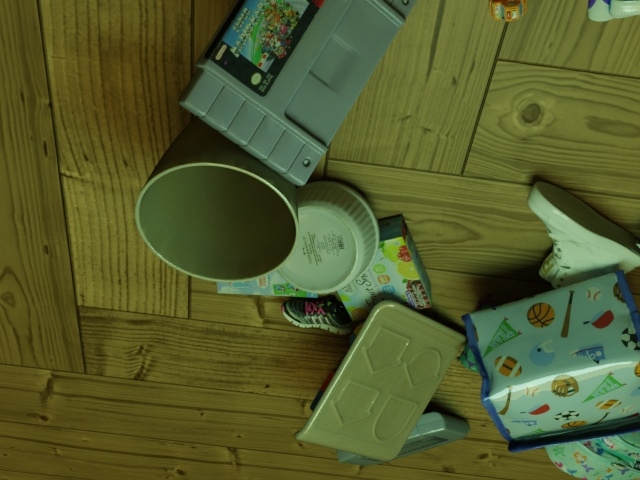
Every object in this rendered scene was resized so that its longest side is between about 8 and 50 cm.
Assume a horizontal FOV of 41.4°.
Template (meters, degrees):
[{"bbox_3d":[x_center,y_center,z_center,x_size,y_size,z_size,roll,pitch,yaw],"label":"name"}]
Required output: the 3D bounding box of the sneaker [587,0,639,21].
[{"bbox_3d":[0.380,-0.390,1.117,0.322,0.130,0.236,3,137,-16],"label":"sneaker"}]

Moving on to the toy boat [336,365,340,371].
[{"bbox_3d":[0.089,0.379,1.947,0.151,0.151,0.231,19,132,-13],"label":"toy boat"}]

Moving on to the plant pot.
[{"bbox_3d":[-0.149,-0.115,1.409,0.256,0.274,0.257,3,134,3],"label":"plant pot"}]

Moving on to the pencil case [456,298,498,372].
[{"bbox_3d":[0.341,0.205,1.797,0.064,0.070,0.152,8,122,-8],"label":"pencil case"}]

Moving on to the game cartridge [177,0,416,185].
[{"bbox_3d":[-0.026,-0.288,1.235,0.230,0.068,0.355,34,84,-29],"label":"game cartridge"}]

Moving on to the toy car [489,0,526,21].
[{"bbox_3d":[0.295,-0.383,1.280,0.060,0.041,0.122,7,134,-2],"label":"toy car"}]

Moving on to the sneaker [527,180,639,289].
[{"bbox_3d":[0.461,0.015,1.601,0.292,0.108,0.169,30,126,-23],"label":"sneaker"}]

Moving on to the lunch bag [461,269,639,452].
[{"bbox_3d":[0.492,0.276,1.677,0.327,0.239,0.385,-15,145,14],"label":"lunch bag"}]

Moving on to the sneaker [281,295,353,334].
[{"bbox_3d":[0.002,0.148,1.797,0.170,0.063,0.075,16,133,-17],"label":"sneaker"}]

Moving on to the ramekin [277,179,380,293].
[{"bbox_3d":[0.000,0.000,1.567,0.207,0.109,0.207,4,107,13],"label":"ramekin"}]

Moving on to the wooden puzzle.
[{"bbox_3d":[0.127,0.297,1.795,0.322,0.080,0.348,27,99,-44],"label":"wooden puzzle"}]

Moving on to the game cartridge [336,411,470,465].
[{"bbox_3d":[0.195,0.483,2.055,0.294,0.060,0.196,-24,156,24],"label":"game cartridge"}]

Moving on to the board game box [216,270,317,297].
[{"bbox_3d":[-0.110,0.047,1.725,0.211,0.039,0.160,3,134,3],"label":"board game box"}]

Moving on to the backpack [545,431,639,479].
[{"bbox_3d":[0.627,0.429,1.900,0.253,0.225,0.191,15,131,-10],"label":"backpack"}]

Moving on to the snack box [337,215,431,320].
[{"bbox_3d":[0.112,0.060,1.698,0.174,0.070,0.207,-12,130,17],"label":"snack box"}]

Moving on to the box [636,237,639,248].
[{"bbox_3d":[0.732,0.038,1.495,0.169,0.087,0.290,39,169,-29],"label":"box"}]
